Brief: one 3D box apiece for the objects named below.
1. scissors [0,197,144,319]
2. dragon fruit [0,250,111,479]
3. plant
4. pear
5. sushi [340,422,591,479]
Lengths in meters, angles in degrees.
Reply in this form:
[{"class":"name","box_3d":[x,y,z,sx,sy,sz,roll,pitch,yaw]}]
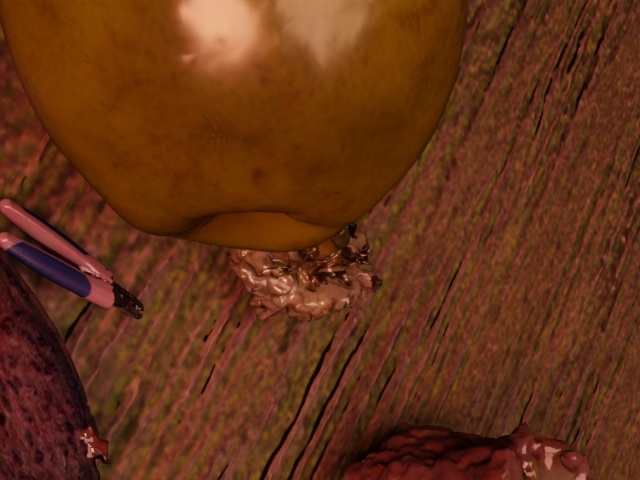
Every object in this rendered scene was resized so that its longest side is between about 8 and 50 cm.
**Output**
[{"class":"scissors","box_3d":[-0.145,0.016,0.584,0.113,0.012,0.039,40,24,-40]},{"class":"dragon fruit","box_3d":[-0.218,0.086,0.455,0.148,0.218,0.224,-30,108,9]},{"class":"plant","box_3d":[0.000,0.000,0.652,0.116,0.122,0.104,-2,82,-33]},{"class":"pear","box_3d":[-0.042,-0.150,0.530,0.253,0.253,0.307,16,75,-40]},{"class":"sushi","box_3d":[0.097,0.259,0.695,0.236,0.171,0.270,11,80,-52]}]
